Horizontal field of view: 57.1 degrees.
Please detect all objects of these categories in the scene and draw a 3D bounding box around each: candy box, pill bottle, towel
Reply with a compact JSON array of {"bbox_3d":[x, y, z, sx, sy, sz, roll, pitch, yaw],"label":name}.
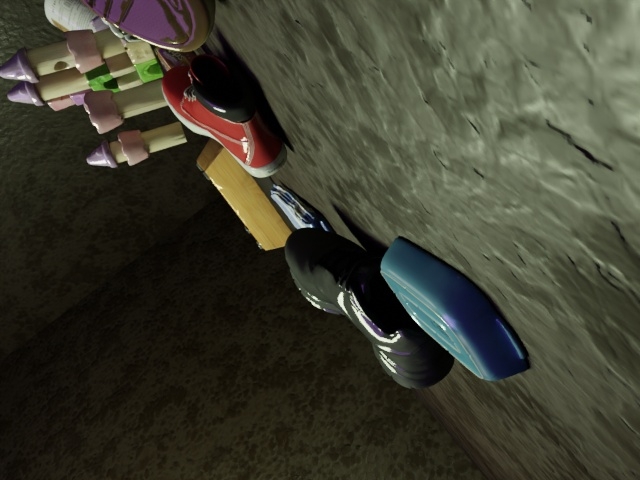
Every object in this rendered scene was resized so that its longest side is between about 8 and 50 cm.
[{"bbox_3d":[-0.245,-0.305,1.077,0.109,0.053,0.187,54,173,-8],"label":"candy box"},{"bbox_3d":[-0.478,-0.479,1.303,0.229,0.131,0.131,34,173,6],"label":"pill bottle"},{"bbox_3d":[0.000,0.000,1.135,0.209,0.034,0.285,53,175,-25],"label":"towel"}]

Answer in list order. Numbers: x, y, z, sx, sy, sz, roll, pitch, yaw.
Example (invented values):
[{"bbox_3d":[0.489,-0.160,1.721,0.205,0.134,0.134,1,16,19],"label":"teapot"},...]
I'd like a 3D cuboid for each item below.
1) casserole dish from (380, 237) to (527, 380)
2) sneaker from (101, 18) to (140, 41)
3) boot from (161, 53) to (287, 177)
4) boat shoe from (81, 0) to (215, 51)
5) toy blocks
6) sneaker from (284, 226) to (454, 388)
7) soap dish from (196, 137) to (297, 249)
[{"bbox_3d":[0.111,0.063,0.535,0.114,0.037,0.188,53,174,-24],"label":"casserole dish"},{"bbox_3d":[-0.290,-0.376,0.717,0.118,0.110,0.292,60,178,22],"label":"sneaker"},{"bbox_3d":[-0.153,-0.205,0.775,0.244,0.088,0.176,40,170,29],"label":"boot"},{"bbox_3d":[-0.210,-0.300,0.546,0.302,0.098,0.109,37,134,-3],"label":"boat shoe"},{"bbox_3d":[-0.416,-0.295,1.028,0.288,0.260,0.308,130,121,-82],"label":"toy blocks"},{"bbox_3d":[0.052,0.053,0.737,0.286,0.109,0.130,37,161,35],"label":"sneaker"},{"bbox_3d":[-0.180,-0.119,1.437,0.290,0.118,0.229,55,174,-23],"label":"soap dish"}]
